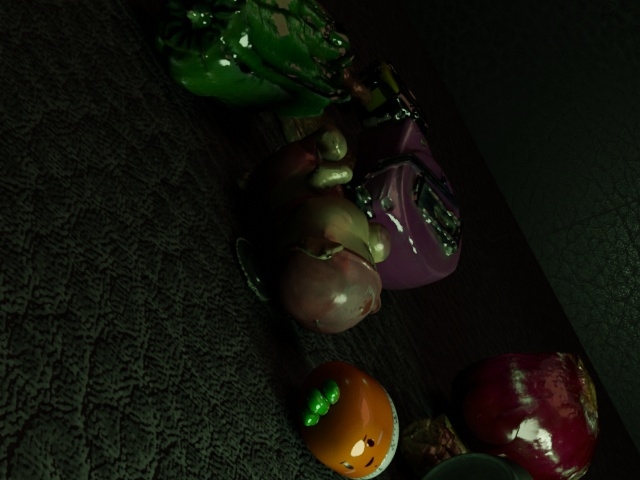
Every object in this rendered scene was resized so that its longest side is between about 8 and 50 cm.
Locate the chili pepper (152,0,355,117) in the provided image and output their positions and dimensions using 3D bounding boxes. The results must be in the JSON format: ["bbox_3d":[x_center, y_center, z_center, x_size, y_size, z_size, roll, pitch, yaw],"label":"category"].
[{"bbox_3d":[-0.084,-0.264,1.346,0.385,0.167,0.213,-1,78,-63],"label":"chili pepper"}]

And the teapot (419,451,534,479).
[{"bbox_3d":[0.207,0.396,1.217,0.203,0.171,0.225,-55,127,-35],"label":"teapot"}]

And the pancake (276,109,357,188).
[{"bbox_3d":[0.013,-0.139,1.661,0.286,0.033,0.288,65,18,5],"label":"pancake"}]

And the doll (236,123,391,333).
[{"bbox_3d":[0.003,-0.002,1.225,0.196,0.152,0.256,41,27,-48],"label":"doll"}]

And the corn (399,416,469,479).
[{"bbox_3d":[0.184,0.332,1.368,0.237,0.079,0.079,56,18,-32],"label":"corn"}]

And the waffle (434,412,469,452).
[{"bbox_3d":[0.219,0.336,1.531,0.135,0.021,0.092,51,20,-29],"label":"waffle"}]

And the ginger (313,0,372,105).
[{"bbox_3d":[0.030,-0.369,2.014,0.259,0.065,0.149,61,4,16],"label":"ginger"}]

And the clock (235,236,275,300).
[{"bbox_3d":[-0.078,0.033,1.182,0.083,0.010,0.074,64,17,7],"label":"clock"}]

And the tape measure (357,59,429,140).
[{"bbox_3d":[0.148,-0.282,2.121,0.199,0.112,0.186,50,13,-16],"label":"tape measure"}]

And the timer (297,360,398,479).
[{"bbox_3d":[0.024,0.189,1.085,0.136,0.099,0.136,55,7,-9],"label":"timer"}]

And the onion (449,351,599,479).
[{"bbox_3d":[0.312,0.278,1.509,0.206,0.216,0.207,25,47,-62],"label":"onion"}]

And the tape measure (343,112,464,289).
[{"bbox_3d":[0.129,-0.047,1.583,0.245,0.149,0.232,52,37,-33],"label":"tape measure"}]
